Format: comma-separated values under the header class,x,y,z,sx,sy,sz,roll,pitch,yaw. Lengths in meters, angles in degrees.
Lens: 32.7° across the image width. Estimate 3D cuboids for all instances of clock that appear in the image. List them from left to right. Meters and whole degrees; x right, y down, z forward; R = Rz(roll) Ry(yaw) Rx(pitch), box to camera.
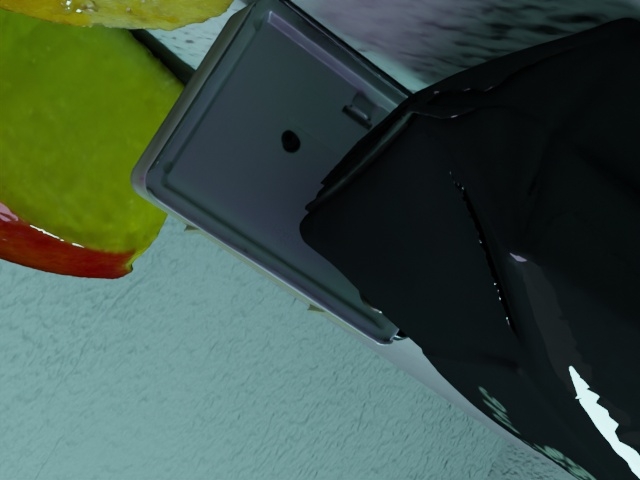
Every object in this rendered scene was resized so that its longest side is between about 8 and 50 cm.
class,x,y,z,sx,sy,sz,roll,pitch,yaw
clock,-0.005,-0.041,0.693,0.192,0.147,0.071,33,172,-20

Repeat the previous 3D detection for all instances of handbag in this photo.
class,x,y,z,sx,sy,sz,roll,pitch,yaw
handbag,0.137,0.047,0.564,0.342,0.152,0.288,39,164,-17

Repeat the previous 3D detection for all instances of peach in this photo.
class,x,y,z,sx,sy,sz,roll,pitch,yaw
peach,-0.273,-0.107,1.009,0.306,0.242,0.380,18,166,44

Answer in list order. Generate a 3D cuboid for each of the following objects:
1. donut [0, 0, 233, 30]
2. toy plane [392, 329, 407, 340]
class,x,y,z,sx,sy,sz,roll,pitch,yaw
donut,-0.126,-0.160,0.508,0.190,0.075,0.174,10,167,-30
toy plane,0.082,0.046,1.171,0.244,0.092,0.229,29,158,-7
